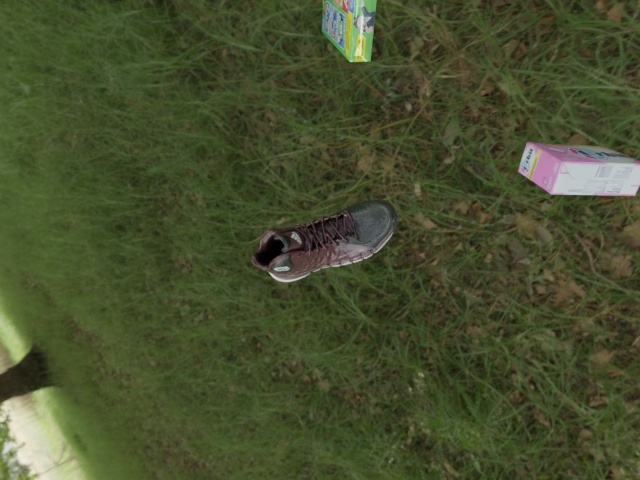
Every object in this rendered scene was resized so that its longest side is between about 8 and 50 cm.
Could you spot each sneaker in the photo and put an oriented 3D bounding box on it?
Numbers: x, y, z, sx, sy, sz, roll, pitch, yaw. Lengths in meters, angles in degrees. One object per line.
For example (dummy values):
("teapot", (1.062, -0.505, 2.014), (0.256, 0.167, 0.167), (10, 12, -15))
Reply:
("sneaker", (0.000, 0.000, 0.843), (0.281, 0.162, 0.106), (-27, 73, 15))

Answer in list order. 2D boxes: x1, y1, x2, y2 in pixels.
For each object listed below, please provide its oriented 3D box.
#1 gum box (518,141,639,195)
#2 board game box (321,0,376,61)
("gum box", (0.484, -0.133, 0.851), (0.107, 0.188, 0.062), (-110, 23, -58))
("board game box", (0.055, -0.521, 0.842), (0.213, 0.046, 0.317), (-111, 18, -50))
